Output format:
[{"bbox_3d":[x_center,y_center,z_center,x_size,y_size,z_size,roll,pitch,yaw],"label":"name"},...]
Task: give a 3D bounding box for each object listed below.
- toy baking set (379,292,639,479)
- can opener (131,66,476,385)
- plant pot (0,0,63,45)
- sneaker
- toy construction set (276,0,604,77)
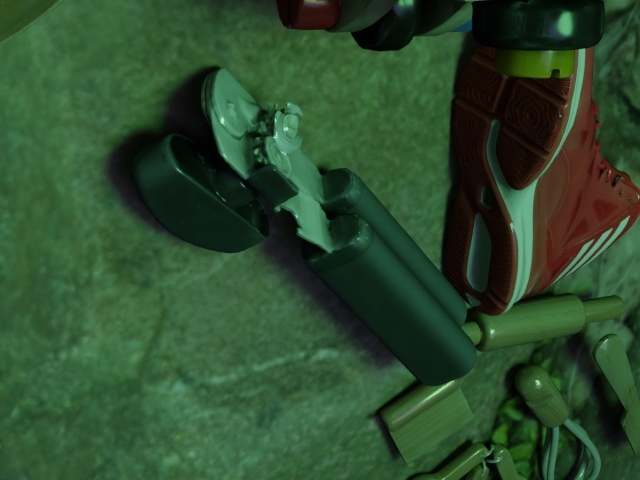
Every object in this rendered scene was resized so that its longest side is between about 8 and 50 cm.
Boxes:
[{"bbox_3d":[0.151,0.122,1.084,0.256,0.030,0.197,-13,126,-24],"label":"toy baking set"},{"bbox_3d":[0.000,0.000,0.893,0.093,0.074,0.280,-28,134,23],"label":"can opener"},{"bbox_3d":[-0.187,-0.179,0.601,0.236,0.032,0.236,-11,124,-17],"label":"plant pot"},{"bbox_3d":[0.155,-0.064,0.967,0.128,0.087,0.221,-19,135,-38],"label":"sneaker"},{"bbox_3d":[0.045,-0.206,0.656,0.308,0.237,0.257,21,100,-28],"label":"toy construction set"}]
